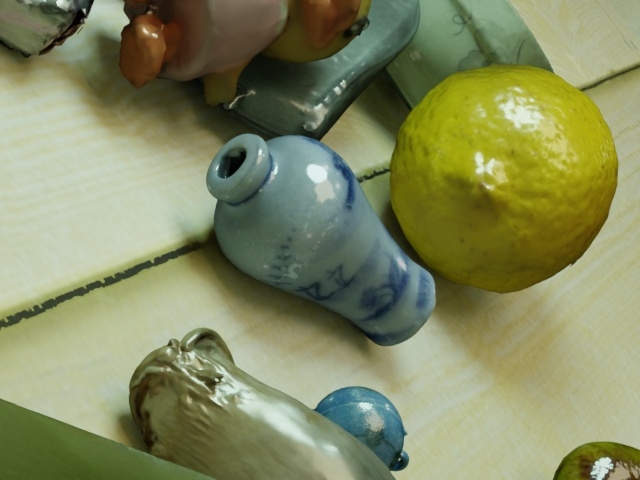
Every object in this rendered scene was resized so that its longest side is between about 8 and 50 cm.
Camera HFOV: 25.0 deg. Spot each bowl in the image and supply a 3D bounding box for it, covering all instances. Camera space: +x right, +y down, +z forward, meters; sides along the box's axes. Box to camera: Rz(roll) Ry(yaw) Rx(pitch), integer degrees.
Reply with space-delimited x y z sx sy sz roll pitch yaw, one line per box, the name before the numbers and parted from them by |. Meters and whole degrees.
bowl | 0.144 -0.257 1.775 0.307 0.163 0.307 55 4 -6

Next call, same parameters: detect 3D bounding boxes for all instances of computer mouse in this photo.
computer mouse | -0.024 -0.210 1.544 0.188 0.122 0.371 35 43 4

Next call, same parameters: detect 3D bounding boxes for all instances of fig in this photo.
fig | 0.297 0.267 1.437 0.153 0.120 0.136 19 44 -42

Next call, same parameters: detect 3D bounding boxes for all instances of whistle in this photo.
whistle | 0.015 0.154 1.191 0.158 0.090 0.090 34 30 -30

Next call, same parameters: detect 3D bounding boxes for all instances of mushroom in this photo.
mushroom | 0.022 0.217 1.080 0.397 0.126 0.177 39 20 -20

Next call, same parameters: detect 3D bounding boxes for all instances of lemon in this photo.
lemon | 0.203 -0.071 1.594 0.253 0.253 0.310 53 24 6

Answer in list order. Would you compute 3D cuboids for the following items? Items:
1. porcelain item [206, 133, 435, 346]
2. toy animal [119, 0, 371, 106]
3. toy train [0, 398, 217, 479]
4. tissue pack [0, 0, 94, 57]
porcelain item | 0.000 0.000 1.324 0.259 0.141 0.141 42 26 -35
toy animal | -0.064 -0.230 1.364 0.281 0.195 0.169 -10 21 -22
toy train | -0.194 0.173 0.711 0.299 0.202 0.131 28 35 -37
tissue pack | -0.280 -0.345 1.276 0.245 0.123 0.332 33 45 -26
